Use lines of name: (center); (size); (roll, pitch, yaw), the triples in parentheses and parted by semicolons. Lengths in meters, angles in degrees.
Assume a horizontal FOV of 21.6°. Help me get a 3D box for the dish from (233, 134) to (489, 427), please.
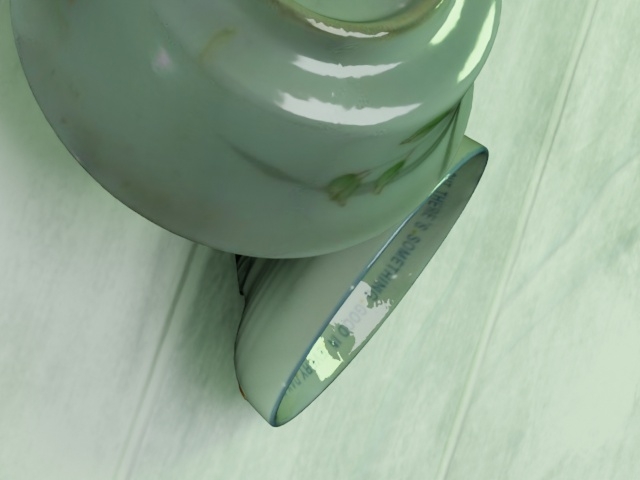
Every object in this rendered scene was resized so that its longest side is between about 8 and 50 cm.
dish: (0.000, 0.000, 1.318); (0.273, 0.134, 0.273); (-50, 171, -11)

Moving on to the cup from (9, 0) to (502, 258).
cup: (-0.017, -0.175, 1.113); (0.347, 0.163, 0.347); (8, 68, -22)
